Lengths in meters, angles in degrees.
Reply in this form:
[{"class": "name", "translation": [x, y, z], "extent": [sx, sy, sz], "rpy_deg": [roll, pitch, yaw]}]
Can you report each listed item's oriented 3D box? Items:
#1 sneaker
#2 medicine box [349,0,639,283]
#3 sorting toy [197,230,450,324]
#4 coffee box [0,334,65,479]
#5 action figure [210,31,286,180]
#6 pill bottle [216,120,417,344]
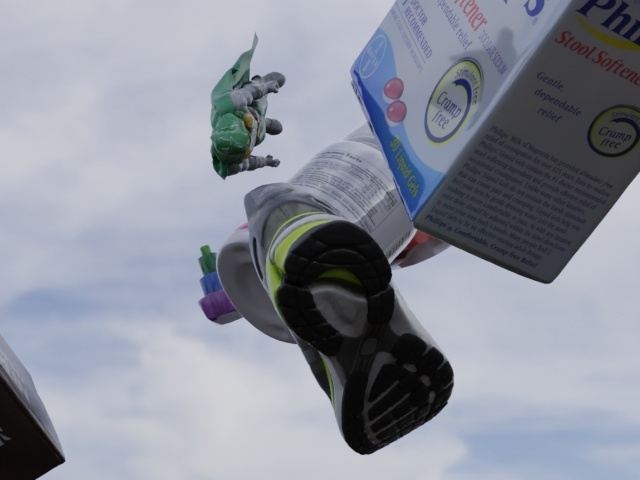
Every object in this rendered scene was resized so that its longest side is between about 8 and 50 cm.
[{"class": "sneaker", "translation": [0.022, 0.061, 1.220], "extent": [0.111, 0.121, 0.300], "rpy_deg": [-29, -46, -6]}, {"class": "medicine box", "translation": [0.180, -0.164, 1.248], "extent": [0.149, 0.263, 0.289], "rpy_deg": [22, -63, -25]}, {"class": "sorting toy", "translation": [0.000, 0.000, 2.010], "extent": [0.366, 0.126, 0.127], "rpy_deg": [-18, -13, -9]}, {"class": "coffee box", "translation": [-0.344, 0.141, 0.986], "extent": [0.297, 0.119, 0.168], "rpy_deg": [-32, -56, -4]}, {"class": "action figure", "translation": [-0.069, -0.108, 1.374], "extent": [0.064, 0.137, 0.232], "rpy_deg": [3, 16, 5]}, {"class": "pill bottle", "translation": [0.019, -0.019, 1.796], "extent": [0.160, 0.283, 0.160], "rpy_deg": [26, -41, 24]}]
